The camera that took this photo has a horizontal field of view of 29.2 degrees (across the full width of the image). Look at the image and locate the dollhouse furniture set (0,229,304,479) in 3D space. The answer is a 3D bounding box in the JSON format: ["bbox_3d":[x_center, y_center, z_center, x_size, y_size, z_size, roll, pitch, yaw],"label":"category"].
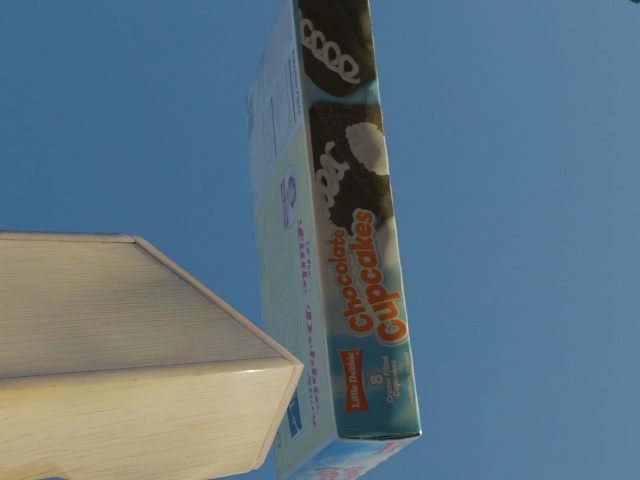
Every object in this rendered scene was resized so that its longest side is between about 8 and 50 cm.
[{"bbox_3d":[-0.133,0.124,0.410,0.212,0.161,0.242,34,-71,35],"label":"dollhouse furniture set"}]

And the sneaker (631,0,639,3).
[{"bbox_3d":[0.237,-0.171,0.773,0.058,0.052,0.135,42,-137,18],"label":"sneaker"}]

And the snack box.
[{"bbox_3d":[0.000,0.000,0.867,0.060,0.187,0.322,-1,-109,-14],"label":"snack box"}]
